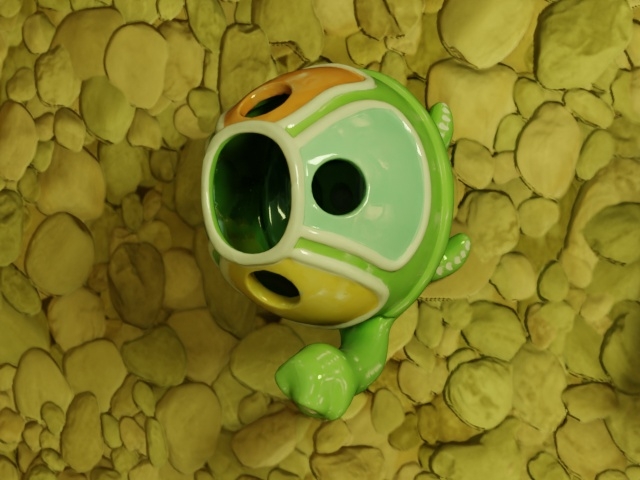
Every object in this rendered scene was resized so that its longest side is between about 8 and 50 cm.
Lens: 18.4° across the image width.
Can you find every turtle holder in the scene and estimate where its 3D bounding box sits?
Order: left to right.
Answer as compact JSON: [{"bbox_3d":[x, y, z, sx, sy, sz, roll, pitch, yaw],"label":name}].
[{"bbox_3d":[-0.013,-0.012,1.924,0.243,0.227,0.320,26,104,30],"label":"turtle holder"}]
